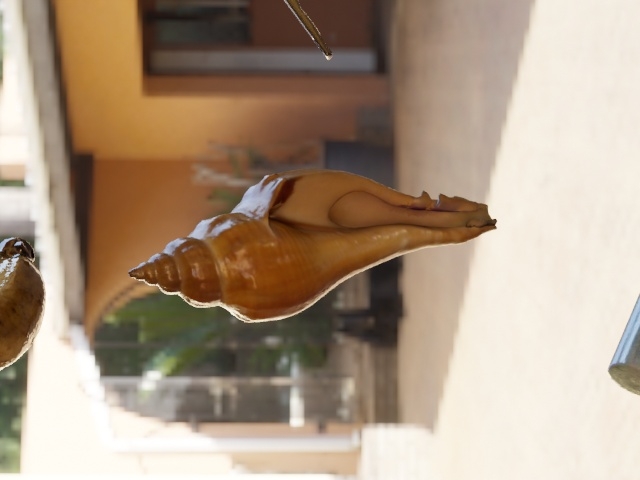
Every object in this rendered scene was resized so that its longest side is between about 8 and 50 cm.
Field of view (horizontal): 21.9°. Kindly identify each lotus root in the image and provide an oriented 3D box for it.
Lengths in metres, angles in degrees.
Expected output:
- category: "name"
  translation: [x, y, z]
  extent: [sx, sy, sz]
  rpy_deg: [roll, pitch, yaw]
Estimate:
- category: "lotus root"
  translation: [-0.231, 0.056, 1.146]
  extent: [0.152, 0.072, 0.063]
  rpy_deg: [-65, -6, -50]

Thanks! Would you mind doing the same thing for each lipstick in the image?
- category: "lipstick"
  translation: [0.275, 0.048, 1.307]
  extent: [0.048, 0.048, 0.158]
  rpy_deg: [94, -158, -61]

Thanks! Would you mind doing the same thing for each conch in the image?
- category: "conch"
  translation: [-0.003, 0.001, 1.304]
  extent: [0.093, 0.330, 0.109]
  rpy_deg: [-26, 77, 53]

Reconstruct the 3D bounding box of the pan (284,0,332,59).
- category: "pan"
  translation: [-0.045, -0.262, 1.549]
  extent: [0.202, 0.048, 0.128]
  rpy_deg: [50, 178, -9]
